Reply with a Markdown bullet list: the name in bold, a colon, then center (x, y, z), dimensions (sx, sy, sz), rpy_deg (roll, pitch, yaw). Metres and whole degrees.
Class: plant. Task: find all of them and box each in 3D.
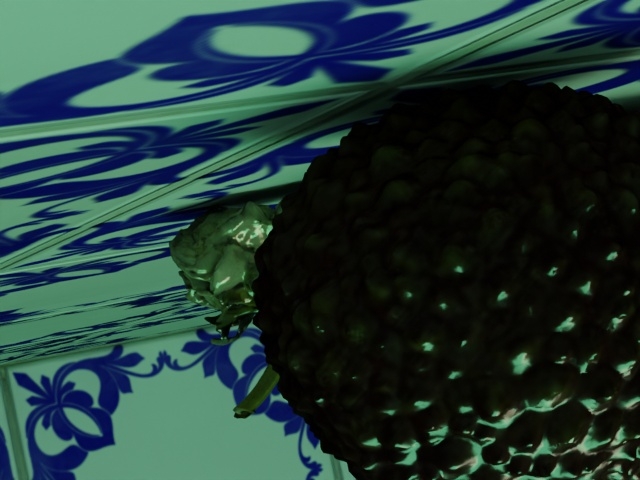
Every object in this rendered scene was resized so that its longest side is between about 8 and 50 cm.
- **plant**: center (-0.019, 0.031, 0.967), dimensions (0.116, 0.122, 0.104), rpy_deg (-5, 166, 13)

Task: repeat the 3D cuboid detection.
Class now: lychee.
- **lychee**: center (0.070, 0.021, 0.703), dimensions (0.188, 0.188, 0.188), rpy_deg (-12, 176, -1)
